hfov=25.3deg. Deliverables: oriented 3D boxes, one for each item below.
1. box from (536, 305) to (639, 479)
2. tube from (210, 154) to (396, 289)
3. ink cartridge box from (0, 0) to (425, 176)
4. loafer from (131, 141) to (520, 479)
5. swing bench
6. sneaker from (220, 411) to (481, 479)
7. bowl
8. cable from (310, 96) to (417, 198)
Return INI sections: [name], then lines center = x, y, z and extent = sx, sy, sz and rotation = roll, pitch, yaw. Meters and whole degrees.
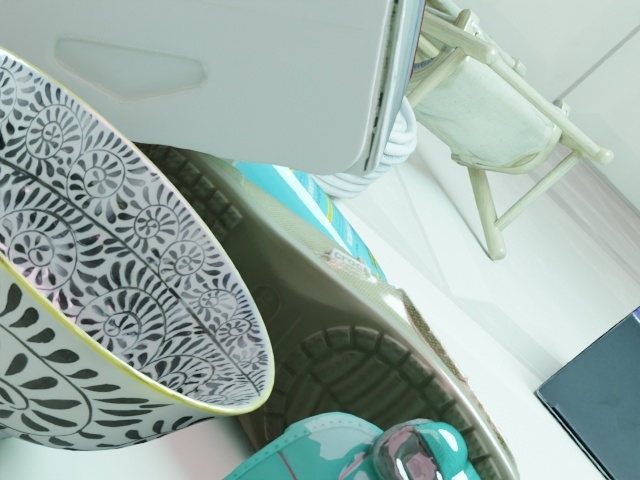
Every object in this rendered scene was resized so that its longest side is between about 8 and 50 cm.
[box]
center = 0.291, 0.146, 1.252
extent = 0.153, 0.108, 0.207
rotation = 51, 14, 9
[tube]
center = 0.000, 0.000, 0.919
extent = 0.207, 0.052, 0.080
rotation = 45, 22, -37
[ink cartridge box]
center = -0.059, -0.137, 0.728
extent = 0.226, 0.131, 0.306
rotation = 10, 13, 3
[loafer]
center = 0.004, 0.052, 0.660
extent = 0.268, 0.102, 0.092
rotation = 49, 20, 9
[swing bench]
center = 0.121, -0.156, 1.453
extent = 0.253, 0.165, 0.254
rotation = 32, 21, -47
[sneaker]
center = 0.025, 0.143, 0.416
extent = 0.178, 0.124, 0.295
rotation = 51, 6, -7
[bowl]
center = -0.102, 0.015, 0.486
extent = 0.170, 0.080, 0.170
rotation = 43, 15, -14
[cable]
center = -0.034, -0.146, 1.117
extent = 0.257, 0.089, 0.257
rotation = 50, 15, 11
